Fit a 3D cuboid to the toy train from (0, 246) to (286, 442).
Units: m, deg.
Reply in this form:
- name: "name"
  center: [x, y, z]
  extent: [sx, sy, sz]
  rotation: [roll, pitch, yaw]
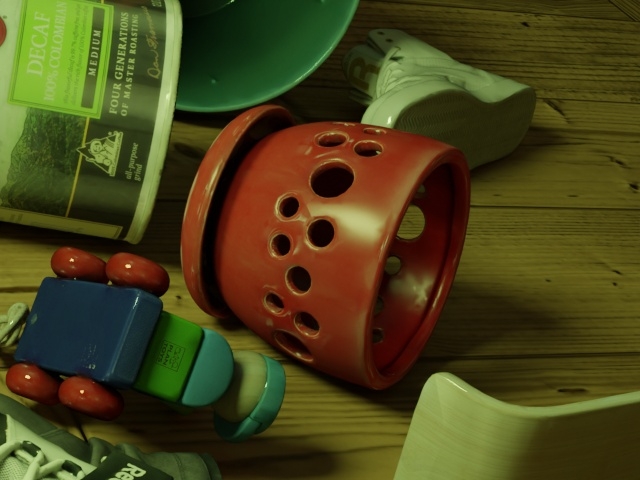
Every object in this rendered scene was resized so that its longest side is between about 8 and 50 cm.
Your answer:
- name: "toy train"
  center: [-0.138, 0.077, 1.254]
  extent: [0.143, 0.105, 0.248]
  rotation: [26, -12, -30]

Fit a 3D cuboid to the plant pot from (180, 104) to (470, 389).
- name: "plant pot"
  center: [0.000, 0.000, 1.372]
  extent: [0.174, 0.191, 0.191]
  rotation: [16, 25, 21]

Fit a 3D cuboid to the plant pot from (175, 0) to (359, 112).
- name: "plant pot"
  center: [-0.121, -0.287, 1.769]
  extent: [0.293, 0.293, 0.235]
  rotation: [9, 12, -13]

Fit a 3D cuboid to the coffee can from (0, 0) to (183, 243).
- name: "coffee can"
  center: [-0.262, -0.116, 1.429]
  extent: [0.275, 0.201, 0.201]
  rotation: [9, 27, -13]

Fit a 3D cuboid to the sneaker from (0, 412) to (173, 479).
- name: "sneaker"
  center: [-0.099, 0.156, 0.890]
  extent: [0.330, 0.146, 0.122]
  rotation: [42, 41, -10]

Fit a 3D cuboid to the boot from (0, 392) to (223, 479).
- name: "boot"
  center: [-0.153, 0.193, 0.998]
  extent: [0.223, 0.118, 0.338]
  rotation: [18, 31, -9]

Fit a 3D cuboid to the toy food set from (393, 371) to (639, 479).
- name: "toy food set"
  center: [0.162, 0.155, 1.110]
  extent: [0.306, 0.219, 0.092]
  rotation: [-6, 34, -35]

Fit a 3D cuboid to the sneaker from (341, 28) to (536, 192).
- name: "sneaker"
  center: [0.073, -0.131, 1.761]
  extent: [0.169, 0.108, 0.292]
  rotation: [26, 19, 24]
